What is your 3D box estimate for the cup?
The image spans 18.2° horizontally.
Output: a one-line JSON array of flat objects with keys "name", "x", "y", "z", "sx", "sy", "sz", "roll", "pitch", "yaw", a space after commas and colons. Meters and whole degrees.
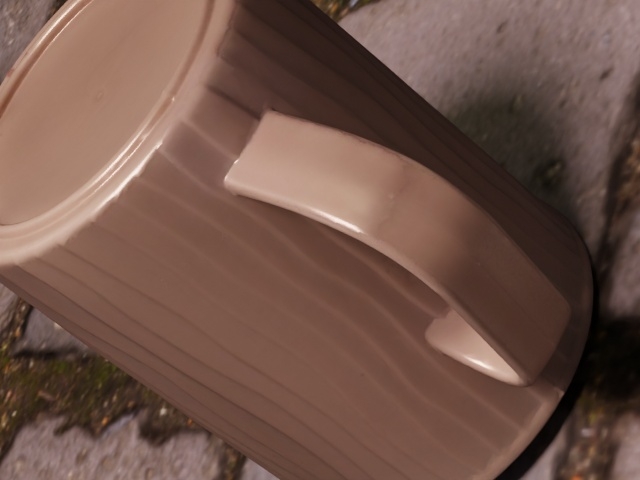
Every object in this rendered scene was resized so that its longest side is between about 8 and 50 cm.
[{"name": "cup", "x": -0.014, "y": 0.013, "z": 0.987, "sx": 0.208, "sy": 0.273, "sz": 0.288, "roll": -44, "pitch": 31, "yaw": 11}]
